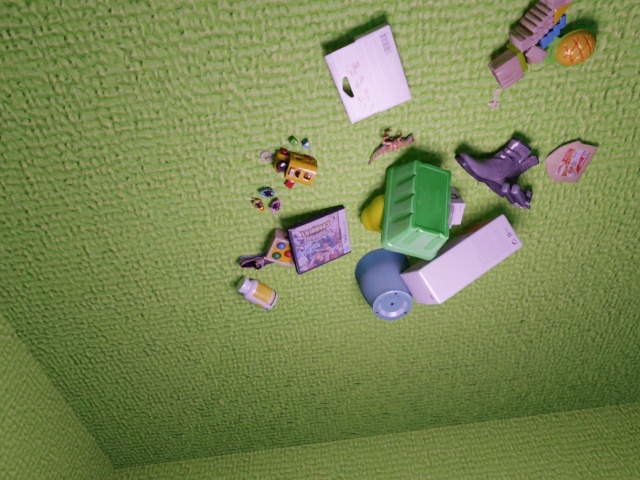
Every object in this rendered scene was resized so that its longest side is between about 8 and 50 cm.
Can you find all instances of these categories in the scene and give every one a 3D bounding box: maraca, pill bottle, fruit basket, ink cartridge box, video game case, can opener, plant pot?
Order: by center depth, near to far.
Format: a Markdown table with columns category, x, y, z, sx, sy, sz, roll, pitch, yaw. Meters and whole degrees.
| category | x | y | z | sx | sy | sz | roll | pitch | yaw |
| --- | --- | --- | --- | --- | --- | --- | --- | --- | --- |
| maraca | 0.878 | -0.678 | 1.558 | 0.185 | 0.099 | 0.127 | -7 | 128 | 3 |
| ink cartridge box | 0.172 | -0.590 | 1.580 | 0.238 | 0.060 | 0.275 | -21 | 125 | 11 |
| fruit basket | 0.343 | -0.111 | 1.805 | 0.282 | 0.392 | 0.393 | 14 | 123 | -15 |
| can opener | 0.831 | -0.199 | 1.852 | 0.283 | 0.075 | 0.095 | 24 | 84 | -53 |
| ink cartridge box | 0.556 | -0.138 | 1.860 | 0.060 | 0.180 | 0.104 | -1 | 126 | -4 |
| video game case | 0.000 | 0.000 | 1.935 | 0.274 | 0.035 | 0.249 | -23 | 128 | -17 |
| plant pot | 0.309 | 0.217 | 2.044 | 0.271 | 0.255 | 0.272 | -2 | 125 | -3 |
| pill bottle | -0.304 | 0.249 | 2.102 | 0.184 | 0.103 | 0.103 | 34 | 116 | -25 |

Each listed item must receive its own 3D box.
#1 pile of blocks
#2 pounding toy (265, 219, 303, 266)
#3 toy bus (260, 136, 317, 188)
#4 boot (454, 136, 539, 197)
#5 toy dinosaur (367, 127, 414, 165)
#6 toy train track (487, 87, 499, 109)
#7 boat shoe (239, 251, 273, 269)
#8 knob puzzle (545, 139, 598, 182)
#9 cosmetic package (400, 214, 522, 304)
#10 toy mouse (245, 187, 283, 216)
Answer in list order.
| category | x | y | z | sx | sy | sz | roll | pitch | yaw |
| --- | --- | --- | --- | --- | --- | --- | --- | --- | --- |
| pile of blocks | 0.725 | -0.710 | 1.526 | 0.148 | 0.113 | 0.362 | 13 | 131 | -30 |
| pounding toy | -0.124 | 0.012 | 1.957 | 0.180 | 0.094 | 0.206 | 17 | 122 | -17 |
| toy bus | -0.109 | -0.287 | 1.740 | 0.202 | 0.104 | 0.191 | -25 | 123 | 12 |
| boot | 0.715 | -0.335 | 1.790 | 0.337 | 0.118 | 0.223 | 22 | 118 | -34 |
| toy dinosaur | 0.270 | -0.372 | 1.741 | 0.211 | 0.064 | 0.112 | -23 | 125 | 11 |
| toy train track | 0.670 | -0.539 | 1.689 | 0.048 | 0.014 | 0.084 | -3 | 125 | -3 |
| boat shoe | -0.282 | 0.102 | 2.022 | 0.183 | 0.066 | 0.066 | -9 | 126 | 1 |
| knob puzzle | 1.033 | -0.334 | 1.858 | 0.212 | 0.030 | 0.213 | -3 | 126 | -4 |
| cosmetic package | 0.591 | 0.084 | 1.874 | 0.452 | 0.230 | 0.162 | -32 | 89 | -13 |
| toy mouse | -0.210 | -0.174 | 1.856 | 0.143 | 0.031 | 0.161 | -34 | 121 | 18 |
